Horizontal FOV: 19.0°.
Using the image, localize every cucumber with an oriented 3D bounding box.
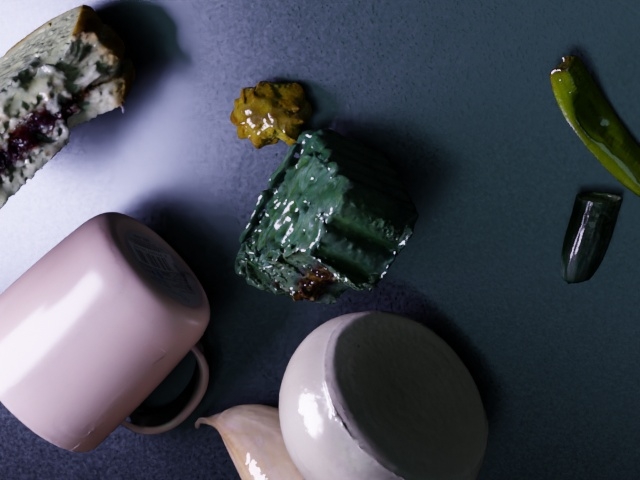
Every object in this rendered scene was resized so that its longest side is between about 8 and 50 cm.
[{"bbox_3d":[0.277,0.000,1.988,0.048,0.048,0.105,17,105,8],"label":"cucumber"}]

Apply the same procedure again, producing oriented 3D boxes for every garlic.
[{"bbox_3d":[-0.032,0.281,2.087,0.164,0.145,0.245,-26,94,47],"label":"garlic"}]

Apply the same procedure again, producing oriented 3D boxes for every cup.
[{"bbox_3d":[-0.218,0.107,2.060,0.200,0.191,0.253,-43,121,14],"label":"cup"}]

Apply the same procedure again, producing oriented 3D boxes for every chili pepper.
[{"bbox_3d":[0.300,-0.102,1.960,0.052,0.050,0.201,-41,94,1],"label":"chili pepper"}]

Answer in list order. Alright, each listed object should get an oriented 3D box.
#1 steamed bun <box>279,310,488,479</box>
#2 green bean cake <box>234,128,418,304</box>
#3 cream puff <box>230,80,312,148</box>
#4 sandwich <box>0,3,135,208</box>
[{"bbox_3d":[0.054,0.193,1.997,0.232,0.232,0.145,47,132,-1],"label":"steamed bun"},{"bbox_3d":[0.000,0.000,1.957,0.107,0.208,0.193,28,105,-22],"label":"green bean cake"},{"bbox_3d":[-0.053,-0.133,2.022,0.083,0.058,0.083,34,105,5],"label":"cream puff"},{"bbox_3d":[-0.320,-0.111,1.969,0.254,0.288,0.099,-28,113,19],"label":"sandwich"}]
